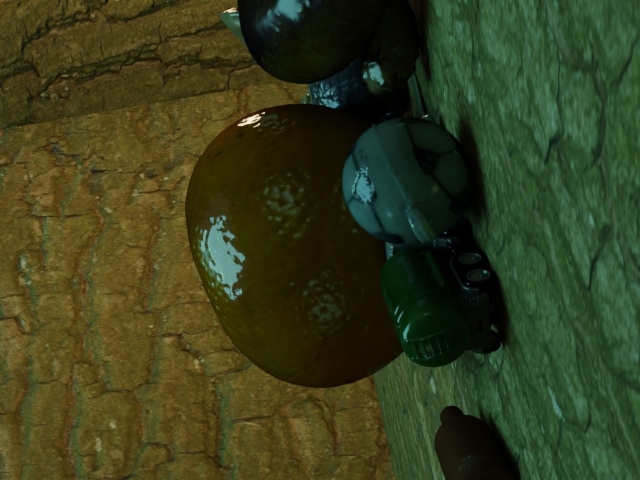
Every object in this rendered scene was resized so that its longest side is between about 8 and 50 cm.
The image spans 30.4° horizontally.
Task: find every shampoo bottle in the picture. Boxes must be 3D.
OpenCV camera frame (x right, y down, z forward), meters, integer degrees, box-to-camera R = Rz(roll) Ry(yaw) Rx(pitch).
[{"bbox_3d":[0.193,0.278,1.525,0.244,0.086,0.085,-102,2,-75],"label":"shampoo bottle"}]

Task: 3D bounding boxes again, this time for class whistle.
[{"bbox_3d":[0.097,-0.088,1.398,0.289,0.164,0.163,-103,3,-53],"label":"whistle"}]

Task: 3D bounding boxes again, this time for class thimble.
[{"bbox_3d":[0.055,-0.226,1.828,0.150,0.150,0.097,88,171,-72],"label":"thimble"}]

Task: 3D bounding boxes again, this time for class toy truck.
[{"bbox_3d":[0.136,0.059,1.407,0.242,0.125,0.101,-103,3,-62],"label":"toy truck"}]

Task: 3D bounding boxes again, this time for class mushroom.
[{"bbox_3d":[0.001,-0.368,1.561,0.239,0.345,0.345,9,-117,-46],"label":"mushroom"}]

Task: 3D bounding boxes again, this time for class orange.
[{"bbox_3d":[0.000,0.000,1.683,0.424,0.326,0.423,-22,-90,-79],"label":"orange"}]

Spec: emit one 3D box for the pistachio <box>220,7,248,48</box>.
[{"bbox_3d":[-0.034,-0.374,1.890,0.321,0.238,0.229,-2,-79,-68],"label":"pistachio"}]

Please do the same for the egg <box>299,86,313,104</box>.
[{"bbox_3d":[0.042,-0.213,2.006,0.201,0.164,0.164,56,-157,-83],"label":"egg"}]

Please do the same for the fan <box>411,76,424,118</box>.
[{"bbox_3d":[0.106,-0.335,1.736,0.233,0.012,0.414,82,178,-55],"label":"fan"}]
